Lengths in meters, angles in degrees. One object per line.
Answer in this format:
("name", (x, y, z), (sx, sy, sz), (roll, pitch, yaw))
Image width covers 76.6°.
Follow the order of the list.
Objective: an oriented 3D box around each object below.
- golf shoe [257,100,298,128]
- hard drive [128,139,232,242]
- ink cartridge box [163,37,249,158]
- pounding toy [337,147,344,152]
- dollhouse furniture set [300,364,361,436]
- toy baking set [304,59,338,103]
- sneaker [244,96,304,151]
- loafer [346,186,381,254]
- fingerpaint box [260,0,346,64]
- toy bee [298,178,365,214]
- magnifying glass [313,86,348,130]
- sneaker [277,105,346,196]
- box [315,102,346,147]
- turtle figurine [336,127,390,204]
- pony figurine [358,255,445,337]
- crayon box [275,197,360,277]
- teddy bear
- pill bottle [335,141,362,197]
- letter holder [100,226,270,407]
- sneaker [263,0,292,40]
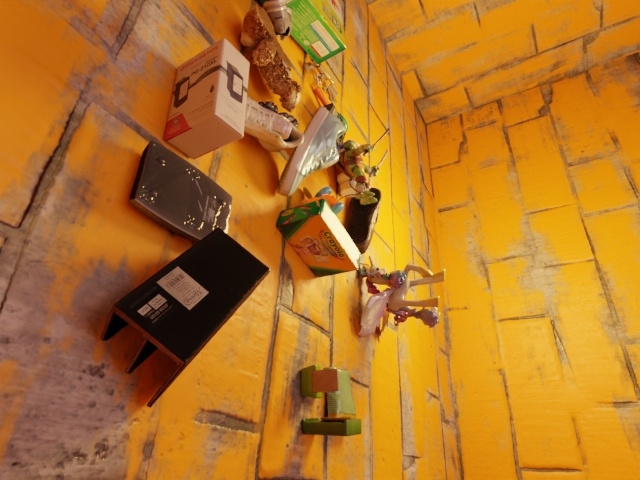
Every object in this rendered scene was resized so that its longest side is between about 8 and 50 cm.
("golf shoe", (-0.148, -0.393, 1.369), (0.198, 0.077, 0.093), (11, 84, -57))
("hard drive", (-0.311, -0.091, 0.929), (0.255, 0.054, 0.172), (38, 46, -50))
("ink cartridge box", (-0.273, -0.343, 0.988), (0.100, 0.172, 0.237), (33, 49, -51))
("pounding toy", (0.005, -0.327, 1.541), (0.100, 0.130, 0.141), (55, 34, -35))
("dollhouse furniture set", (0.081, 0.499, 1.283), (0.301, 0.151, 0.197), (31, 51, -54))
("toy baking set", (0.013, -0.722, 1.806), (0.256, 0.030, 0.196), (38, 34, -41))
("sneaker", (-0.171, -0.357, 1.182), (0.305, 0.152, 0.114), (20, 81, -49))
("loafer", (0.185, -0.089, 1.805), (0.130, 0.134, 0.365), (79, 26, -51))
("fingerpaint box", (-0.086, -1.018, 1.642), (0.445, 0.163, 0.371), (25, 54, -54))
("toy bee", (0.025, -0.108, 1.474), (0.298, 0.162, 0.195), (-2, 59, -33))
("magnifying glass", (0.045, -0.574, 1.797), (0.026, 0.092, 0.231), (-50, 114, -25))
("sneaker", (-0.014, -0.283, 1.357), (0.150, 0.135, 0.365), (29, 71, -10))
("box", (0.034, -0.471, 1.718), (0.147, 0.078, 0.180), (56, 33, -33))
("turtle figurine", (0.203, -0.295, 1.618), (0.275, 0.198, 0.266), (-3, 77, -17))
("pony figurine", (0.319, 0.249, 1.705), (0.303, 0.364, 0.350), (28, 69, -64))
("crayon box", (0.000, 0.000, 1.346), (0.278, 0.165, 0.081), (54, 35, -36))
("teddy bear", (-0.168, -0.585, 1.351), (0.338, 0.113, 0.245), (56, 24, -35))
("pill bottle", (0.128, -0.309, 1.772), (0.121, 0.121, 0.221), (24, 58, -56))
("letter holder", (-0.273, 0.148, 0.822), (0.152, 0.214, 0.302), (39, 34, -1))
("sneaker", (-0.152, -0.770, 1.448), (0.281, 0.105, 0.115), (-84, 163, -71))
